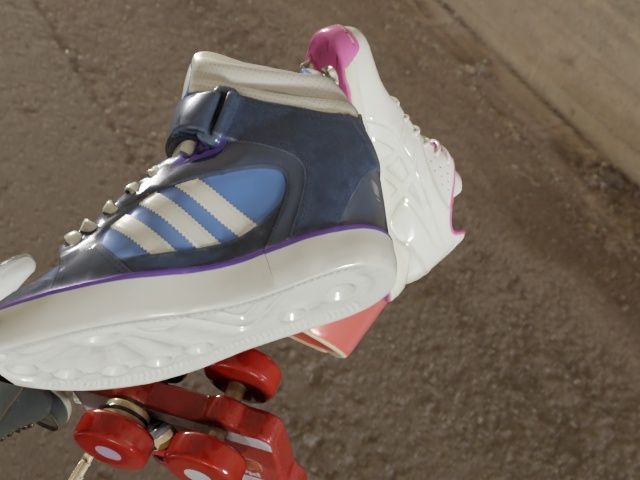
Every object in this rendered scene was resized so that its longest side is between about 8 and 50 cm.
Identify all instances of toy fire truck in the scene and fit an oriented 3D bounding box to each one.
[{"bbox_3d":[-0.176,0.259,1.224,0.302,0.254,0.169,10,53,16],"label":"toy fire truck"}]

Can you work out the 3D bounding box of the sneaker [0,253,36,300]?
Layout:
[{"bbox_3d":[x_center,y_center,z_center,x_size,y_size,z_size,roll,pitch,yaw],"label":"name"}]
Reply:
[{"bbox_3d":[-0.301,0.072,0.783,0.152,0.054,0.061,-44,103,-19],"label":"sneaker"}]

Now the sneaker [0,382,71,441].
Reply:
[{"bbox_3d":[-0.401,0.223,1.164,0.083,0.222,0.118,9,59,17],"label":"sneaker"}]

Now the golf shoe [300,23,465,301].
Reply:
[{"bbox_3d":[0.067,-0.086,0.925,0.140,0.306,0.115,-25,37,-15],"label":"golf shoe"}]

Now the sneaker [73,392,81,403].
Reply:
[{"bbox_3d":[-0.300,0.177,1.499,0.114,0.305,0.152,9,54,-55],"label":"sneaker"}]

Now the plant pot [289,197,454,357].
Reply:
[{"bbox_3d":[0.000,0.000,1.152,0.275,0.275,0.243,25,80,4],"label":"plant pot"}]

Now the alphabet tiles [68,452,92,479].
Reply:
[{"bbox_3d":[-0.509,0.509,1.840,0.021,0.284,0.278,30,39,-4],"label":"alphabet tiles"}]

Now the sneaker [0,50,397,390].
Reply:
[{"bbox_3d":[-0.113,-0.031,0.714,0.323,0.130,0.236,-15,61,0],"label":"sneaker"}]
